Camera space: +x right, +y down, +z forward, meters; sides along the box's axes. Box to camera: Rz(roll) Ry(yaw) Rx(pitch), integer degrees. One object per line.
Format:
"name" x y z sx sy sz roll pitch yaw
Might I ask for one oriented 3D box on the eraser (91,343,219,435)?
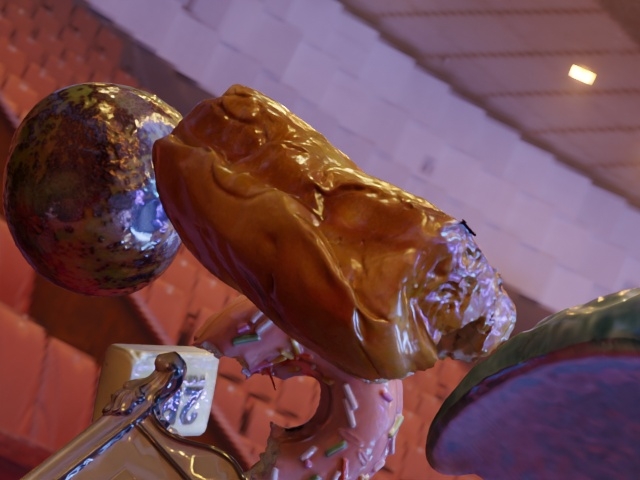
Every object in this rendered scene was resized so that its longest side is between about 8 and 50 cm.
"eraser" -0.212 0.197 1.657 0.058 0.117 0.172 13 2 35

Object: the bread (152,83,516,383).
"bread" -0.005 0.003 1.074 0.344 0.149 0.195 36 -9 44

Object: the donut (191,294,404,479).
"donut" -0.014 0.156 1.270 0.199 0.233 0.085 -18 0 0

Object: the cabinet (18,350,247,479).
"cabinet" -0.173 0.314 1.097 0.227 0.318 0.290 41 -23 23

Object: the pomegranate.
"pomegranate" -0.219 -0.057 1.596 0.340 0.285 0.285 8 -10 -6

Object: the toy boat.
"toy boat" 0.228 0.131 0.922 0.215 0.123 0.330 46 -40 1
